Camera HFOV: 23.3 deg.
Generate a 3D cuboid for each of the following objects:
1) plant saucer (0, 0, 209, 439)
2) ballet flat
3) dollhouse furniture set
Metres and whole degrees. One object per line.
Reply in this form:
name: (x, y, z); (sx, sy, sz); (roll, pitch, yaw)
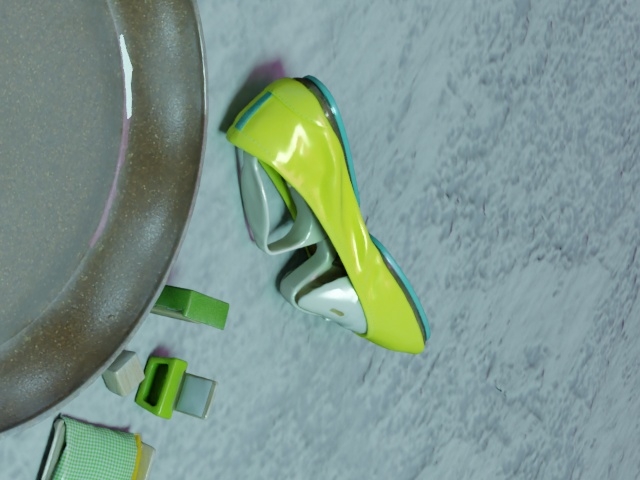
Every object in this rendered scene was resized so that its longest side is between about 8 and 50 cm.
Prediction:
plant saucer: (-0.174, -0.053, 0.757); (0.310, 0.050, 0.310); (-19, 114, -51)
ballet flat: (0.000, 0.000, 0.999); (0.077, 0.077, 0.231); (-36, 127, -17)
dollhouse furniture set: (-0.102, 0.100, 0.887); (0.076, 0.058, 0.152); (27, 78, -53)
